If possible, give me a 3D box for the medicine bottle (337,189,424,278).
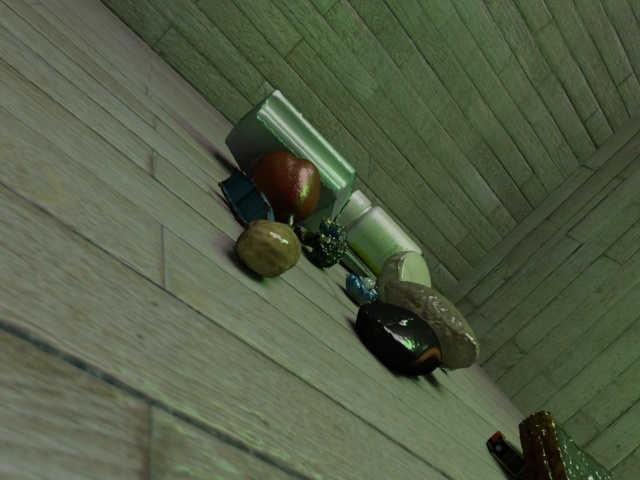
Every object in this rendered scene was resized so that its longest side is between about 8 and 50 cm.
[{"bbox_3d":[0.221,-0.010,2.035,0.379,0.213,0.213,48,6,6],"label":"medicine bottle"}]

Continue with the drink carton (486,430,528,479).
[{"bbox_3d":[0.483,0.545,1.202,0.166,0.056,0.071,46,3,8],"label":"drink carton"}]

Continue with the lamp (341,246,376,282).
[{"bbox_3d":[0.099,0.058,1.942,0.266,0.047,0.269,45,4,-36],"label":"lamp"}]

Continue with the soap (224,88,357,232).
[{"bbox_3d":[-0.081,-0.223,1.568,0.446,0.261,0.156,42,49,-23],"label":"soap"}]

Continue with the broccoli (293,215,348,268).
[{"bbox_3d":[0.000,0.000,1.392,0.160,0.167,0.154,18,-26,-4],"label":"broccoli"}]

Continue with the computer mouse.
[{"bbox_3d":[0.194,0.223,1.159,0.183,0.116,0.323,43,5,30],"label":"computer mouse"}]

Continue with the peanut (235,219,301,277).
[{"bbox_3d":[-0.083,0.009,0.857,0.104,0.085,0.228,43,4,4],"label":"peanut"}]

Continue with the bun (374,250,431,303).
[{"bbox_3d":[0.265,0.167,1.743,0.175,0.263,0.263,-6,-30,35],"label":"bun"}]

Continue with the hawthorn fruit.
[{"bbox_3d":[-0.093,-0.127,1.358,0.199,0.199,0.251,41,26,-35],"label":"hawthorn fruit"}]

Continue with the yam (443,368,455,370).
[{"bbox_3d":[0.463,0.402,1.811,0.106,0.106,0.259,46,5,7],"label":"yam"}]

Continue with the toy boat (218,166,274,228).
[{"bbox_3d":[-0.148,-0.074,1.021,0.185,0.075,0.077,54,7,30],"label":"toy boat"}]

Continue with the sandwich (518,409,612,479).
[{"bbox_3d":[0.575,0.568,1.104,0.301,0.099,0.271,44,26,-20],"label":"sandwich"}]

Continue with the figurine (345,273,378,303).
[{"bbox_3d":[0.111,0.129,1.392,0.114,0.079,0.114,42,13,-12],"label":"figurine"}]

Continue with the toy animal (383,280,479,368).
[{"bbox_3d":[0.310,0.246,1.438,0.358,0.188,0.226,49,-4,39],"label":"toy animal"}]
